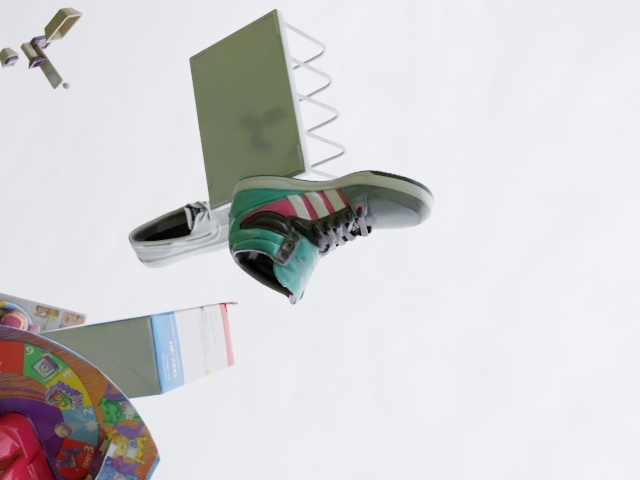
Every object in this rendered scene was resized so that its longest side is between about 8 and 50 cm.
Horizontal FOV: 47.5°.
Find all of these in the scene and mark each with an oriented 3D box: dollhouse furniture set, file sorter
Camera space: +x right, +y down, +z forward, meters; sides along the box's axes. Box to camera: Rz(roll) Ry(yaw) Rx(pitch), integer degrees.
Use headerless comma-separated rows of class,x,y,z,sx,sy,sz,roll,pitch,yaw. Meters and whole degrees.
dollhouse furniture set,-0.376,-0.264,1.026,0.114,0.091,0.081,-30,-85,37
file sorter,-0.076,-0.196,1.220,0.193,0.173,0.277,-19,-107,32

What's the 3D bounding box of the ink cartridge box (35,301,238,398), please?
ink cartridge box,-0.182,0.117,0.787,0.134,0.231,0.077,-10,-94,15

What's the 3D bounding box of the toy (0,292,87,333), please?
toy,-0.541,0.167,1.277,0.056,0.237,0.136,-8,-114,59

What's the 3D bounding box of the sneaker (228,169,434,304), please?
sneaker,0.000,0.000,0.989,0.296,0.123,0.178,0,-124,19

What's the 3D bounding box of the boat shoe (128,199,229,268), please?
boat shoe,-0.219,-0.027,1.315,0.258,0.084,0.095,-25,-125,-3

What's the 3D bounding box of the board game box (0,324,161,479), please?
board game box,-0.158,0.121,0.329,0.168,0.133,0.033,-62,-177,13
